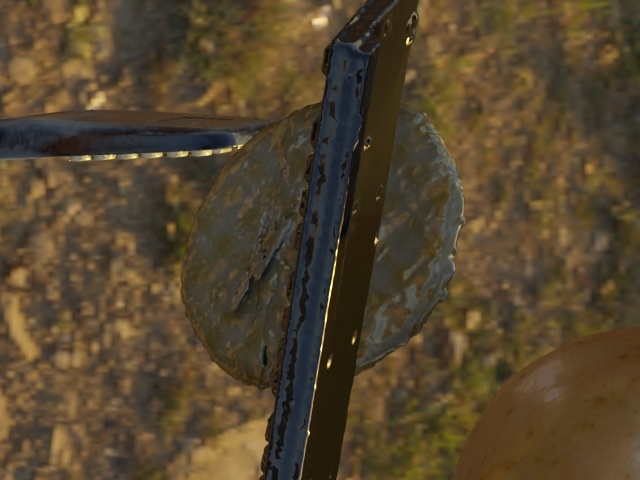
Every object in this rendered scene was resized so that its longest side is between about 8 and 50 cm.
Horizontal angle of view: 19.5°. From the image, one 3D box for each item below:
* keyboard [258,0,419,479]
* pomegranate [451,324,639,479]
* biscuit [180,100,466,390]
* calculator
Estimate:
[{"bbox_3d":[-0.001,0.052,0.715,0.101,0.018,0.309,-58,160,-60],"label":"keyboard"},{"bbox_3d":[0.262,0.253,1.340,0.411,0.411,0.411,1,88,-39],"label":"pomegranate"},{"bbox_3d":[-0.001,0.000,1.241,0.033,0.220,0.219,37,66,-51],"label":"biscuit"},{"bbox_3d":[-0.161,-0.085,1.568,0.177,0.268,0.040,-21,113,-69],"label":"calculator"}]
